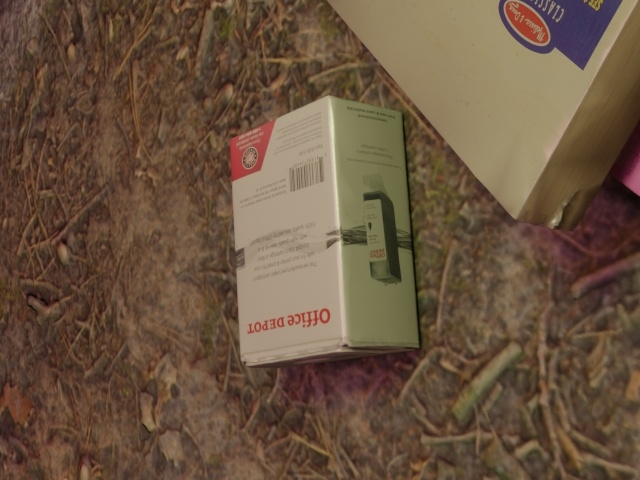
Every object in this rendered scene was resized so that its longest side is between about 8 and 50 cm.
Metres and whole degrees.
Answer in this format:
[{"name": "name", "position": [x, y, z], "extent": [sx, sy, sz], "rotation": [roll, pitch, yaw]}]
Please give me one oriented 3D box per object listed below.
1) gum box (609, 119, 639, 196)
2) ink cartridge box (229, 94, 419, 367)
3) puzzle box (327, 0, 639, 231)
[{"name": "gum box", "position": [0.233, -0.124, 0.726], "extent": [0.107, 0.062, 0.188], "rotation": [48, 123, 43]}, {"name": "ink cartridge box", "position": [0.000, 0.000, 0.987], "extent": [0.158, 0.092, 0.218], "rotation": [-15, 73, 50]}, {"name": "puzzle box", "position": [0.133, -0.223, 0.806], "extent": [0.272, 0.052, 0.409], "rotation": [-64, 31, 24]}]
